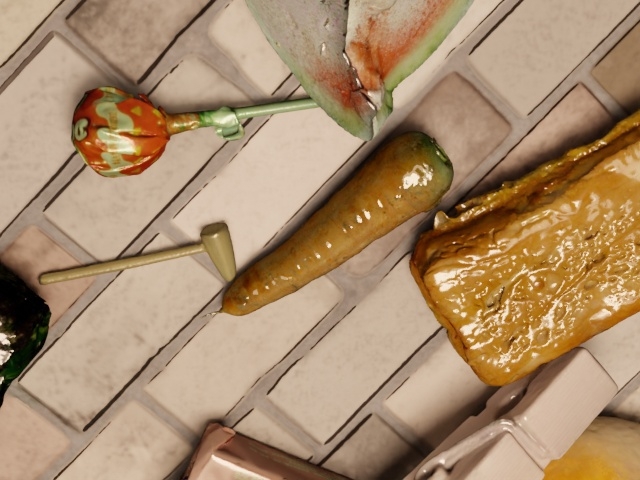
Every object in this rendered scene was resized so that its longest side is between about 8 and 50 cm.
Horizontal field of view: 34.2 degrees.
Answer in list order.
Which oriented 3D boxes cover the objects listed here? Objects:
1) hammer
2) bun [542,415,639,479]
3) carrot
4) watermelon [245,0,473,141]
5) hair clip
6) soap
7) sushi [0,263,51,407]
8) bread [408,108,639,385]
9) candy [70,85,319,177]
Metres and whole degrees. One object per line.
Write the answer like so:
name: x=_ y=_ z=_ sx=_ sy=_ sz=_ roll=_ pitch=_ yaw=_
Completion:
hammer: x=-0.181 y=0.030 z=1.037 sx=0.195 sy=0.028 sz=0.060 roll=-11 pitch=116 yaw=1
bun: x=0.296 y=0.344 z=1.105 sx=0.299 sy=0.165 sz=0.299 roll=-1 pitch=108 yaw=-4
carrot: x=0.000 y=0.000 z=1.024 sx=0.298 sy=0.078 sz=0.078 roll=-36 pitch=107 yaw=12
watermelon: x=0.058 y=-0.261 z=0.868 sx=0.290 sy=0.214 sz=0.320 roll=-22 pitch=96 yaw=0
hair clip: x=0.150 y=0.233 z=1.023 sx=0.331 sy=0.101 sz=0.085 roll=-45 pitch=100 yaw=-10
soap: x=-0.040 y=0.319 z=1.096 sx=0.273 sy=0.098 sz=0.218 roll=25 pitch=101 yaw=-12
sushi: x=-0.359 y=0.121 z=0.991 sx=0.225 sy=0.124 sz=0.127 roll=-45 pitch=106 yaw=3
bread: x=0.278 y=-0.016 z=1.023 sx=0.380 sy=0.109 sz=0.185 roll=-29 pitch=103 yaw=2
candy: x=-0.091 y=-0.120 z=0.983 sx=0.288 sy=0.078 sz=0.084 roll=-11 pitch=71 yaw=-12
